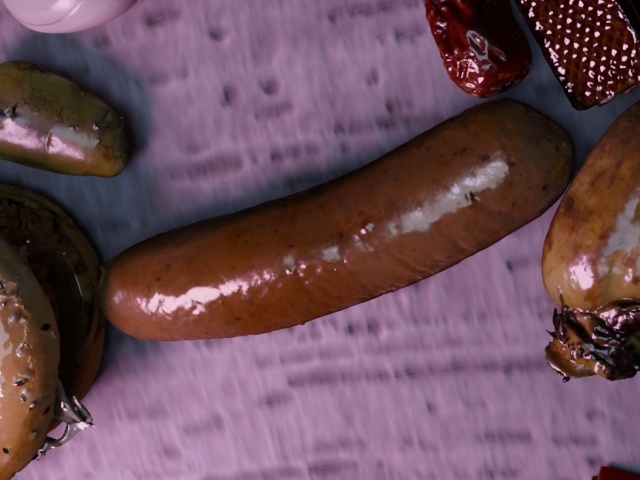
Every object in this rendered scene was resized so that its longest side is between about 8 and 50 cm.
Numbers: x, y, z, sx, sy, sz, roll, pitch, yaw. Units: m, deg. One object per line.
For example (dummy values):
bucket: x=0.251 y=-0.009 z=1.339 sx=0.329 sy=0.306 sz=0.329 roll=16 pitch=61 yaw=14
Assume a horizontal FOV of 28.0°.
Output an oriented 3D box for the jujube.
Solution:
jujube: x=0.135 y=-0.190 z=1.138 sx=0.077 sy=0.077 sz=0.129 roll=-26 pitch=86 yaw=22

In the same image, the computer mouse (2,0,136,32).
computer mouse: x=-0.197 y=-0.326 z=1.179 sx=0.184 sy=0.121 sz=0.296 roll=0 pitch=77 yaw=43

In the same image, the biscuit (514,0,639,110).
biscuit: x=0.177 y=-0.299 z=1.076 sx=0.388 sy=0.073 sz=0.107 roll=60 pitch=149 yaw=-3

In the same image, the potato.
potato: x=-0.277 y=-0.117 z=1.289 sx=0.188 sy=0.085 sz=0.105 roll=21 pitch=110 yaw=8

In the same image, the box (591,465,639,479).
box: x=0.295 y=0.337 z=1.220 sx=0.123 sy=0.050 sz=0.229 roll=12 pitch=106 yaw=14

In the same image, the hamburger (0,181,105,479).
hamburger: x=-0.362 y=0.088 z=1.307 sx=0.277 sy=0.195 sz=0.318 roll=-24 pitch=95 yaw=24

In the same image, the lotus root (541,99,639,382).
lotus root: x=0.293 y=-0.019 z=1.090 sx=0.169 sy=0.141 sz=0.314 roll=28 pitch=100 yaw=8

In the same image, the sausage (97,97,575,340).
sausage: x=0.000 y=0.003 z=1.200 sx=0.501 sy=0.123 sz=0.136 roll=-21 pitch=79 yaw=23
